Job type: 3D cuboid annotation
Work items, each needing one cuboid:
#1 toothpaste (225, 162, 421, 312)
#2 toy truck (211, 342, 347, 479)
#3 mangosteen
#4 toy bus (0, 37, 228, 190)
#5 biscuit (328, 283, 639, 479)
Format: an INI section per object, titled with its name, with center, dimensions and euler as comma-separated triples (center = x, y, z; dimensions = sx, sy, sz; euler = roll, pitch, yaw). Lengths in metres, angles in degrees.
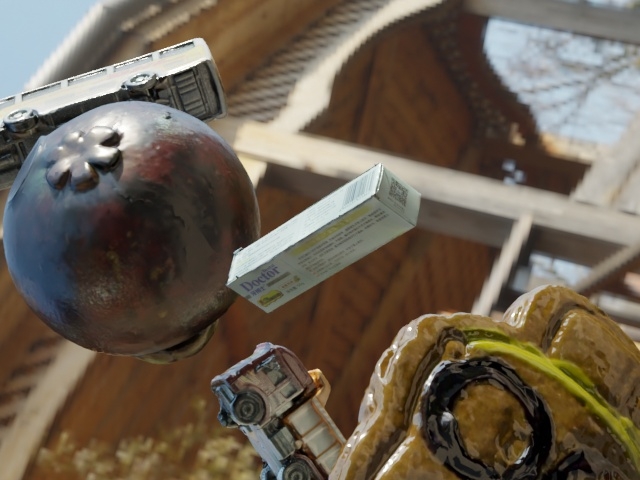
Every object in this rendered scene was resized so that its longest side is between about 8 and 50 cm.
[toothpaste]
center = 0.000, 0.000, 1.098
dimensions = 0.046, 0.164, 0.034
euler = 35, -135, -25
[toy truck]
center = -0.022, 0.262, 2.008
dimensions = 0.135, 0.270, 0.114
euler = -36, 3, -20
[mangosteen]
center = -0.208, -0.003, 1.721
dimensions = 0.311, 0.311, 0.311
euler = -45, -38, -51
[toy bus]
center = -0.293, -0.163, 1.978
dimensions = 0.138, 0.342, 0.097
euler = -109, 1, -60
[biscuit]
center = 0.111, 0.140, 0.894
dimensions = 0.290, 0.208, 0.041
euler = -52, 7, -37
